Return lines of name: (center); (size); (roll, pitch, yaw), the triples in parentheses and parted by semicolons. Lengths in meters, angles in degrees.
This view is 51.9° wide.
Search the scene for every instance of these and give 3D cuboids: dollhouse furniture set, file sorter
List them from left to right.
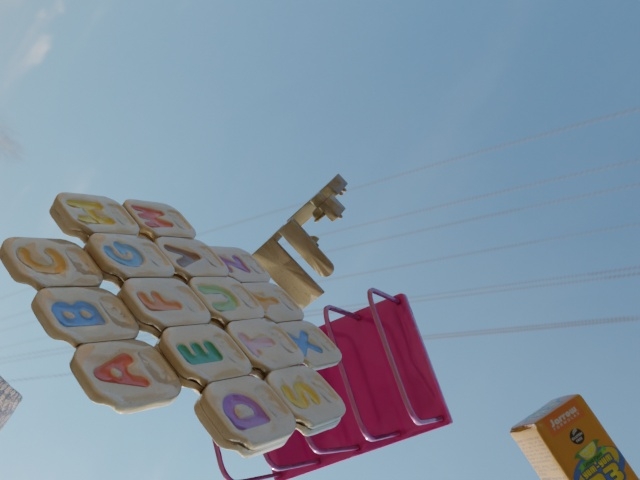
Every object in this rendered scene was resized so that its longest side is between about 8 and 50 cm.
dollhouse furniture set: (0.000, 0.000, 1.094); (0.144, 0.123, 0.151); (-40, -174, 34)
file sorter: (0.000, 0.210, 0.935); (0.290, 0.182, 0.202); (-24, -110, 16)

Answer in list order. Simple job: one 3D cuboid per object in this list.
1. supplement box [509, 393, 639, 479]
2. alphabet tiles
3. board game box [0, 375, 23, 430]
supplement box: (0.329, 0.302, 0.771); (0.078, 0.080, 0.233); (-28, -107, -17)
alphabet tiles: (-0.103, 0.053, 0.546); (0.284, 0.278, 0.021); (45, -68, 28)
board game box: (-0.511, 0.180, 0.667); (0.232, 0.291, 0.141); (-61, 176, -27)
